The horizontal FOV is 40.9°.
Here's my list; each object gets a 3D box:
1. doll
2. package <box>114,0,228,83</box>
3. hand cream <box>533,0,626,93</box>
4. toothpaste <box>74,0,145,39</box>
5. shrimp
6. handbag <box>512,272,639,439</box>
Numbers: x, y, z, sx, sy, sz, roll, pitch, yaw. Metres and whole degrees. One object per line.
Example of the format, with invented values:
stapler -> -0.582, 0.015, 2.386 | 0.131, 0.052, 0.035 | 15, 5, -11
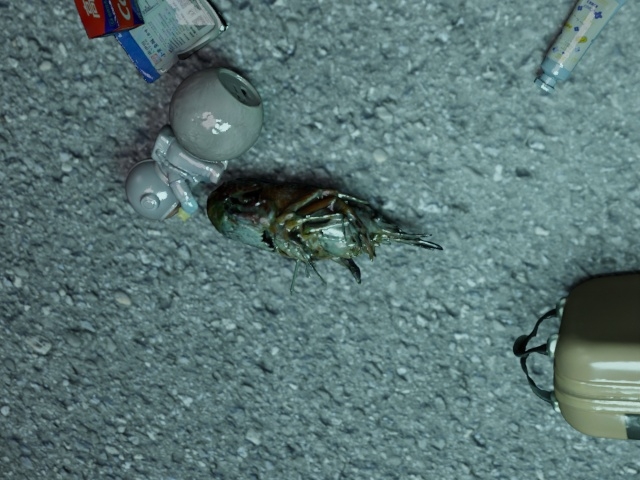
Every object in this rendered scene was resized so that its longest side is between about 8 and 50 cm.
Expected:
doll -> -0.209, -0.136, 1.336 | 0.151, 0.151, 0.287 | 42, 118, -5
package -> -0.253, -0.354, 1.321 | 0.173, 0.027, 0.171 | -28, 105, 25
hand cream -> 0.355, -0.283, 1.184 | 0.065, 0.043, 0.171 | 33, 114, 4
toothpaste -> -0.354, -0.461, 1.259 | 0.066, 0.076, 0.320 | -14, 103, 25
shrimp -> -0.002, -0.001, 1.349 | 0.372, 0.137, 0.172 | 21, 139, 10
handbag -> 0.416, 0.156, 1.211 | 0.283, 0.302, 0.149 | -2, 110, 21
